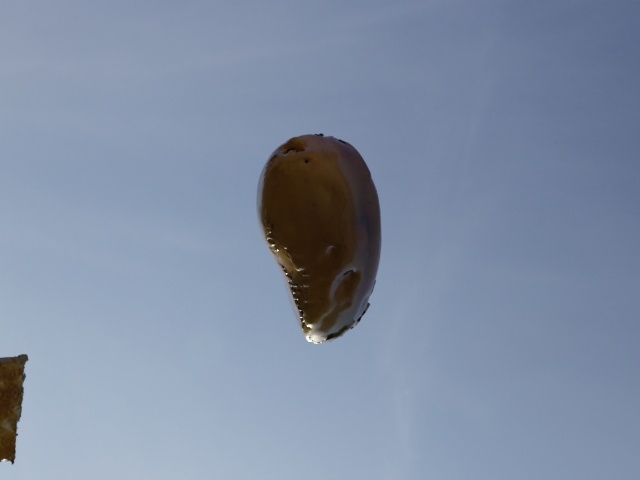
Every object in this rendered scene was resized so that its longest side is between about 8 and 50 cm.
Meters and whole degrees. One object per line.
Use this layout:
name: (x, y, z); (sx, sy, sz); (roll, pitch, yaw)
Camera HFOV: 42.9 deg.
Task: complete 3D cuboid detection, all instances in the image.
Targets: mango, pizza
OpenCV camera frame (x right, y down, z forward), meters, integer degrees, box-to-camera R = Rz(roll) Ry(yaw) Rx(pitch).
mango: (0.000, 0.000, 0.954); (0.151, 0.156, 0.249); (20, -64, 50)
pizza: (-0.618, 0.326, 1.464); (0.292, 0.197, 0.058); (-45, -157, -8)
